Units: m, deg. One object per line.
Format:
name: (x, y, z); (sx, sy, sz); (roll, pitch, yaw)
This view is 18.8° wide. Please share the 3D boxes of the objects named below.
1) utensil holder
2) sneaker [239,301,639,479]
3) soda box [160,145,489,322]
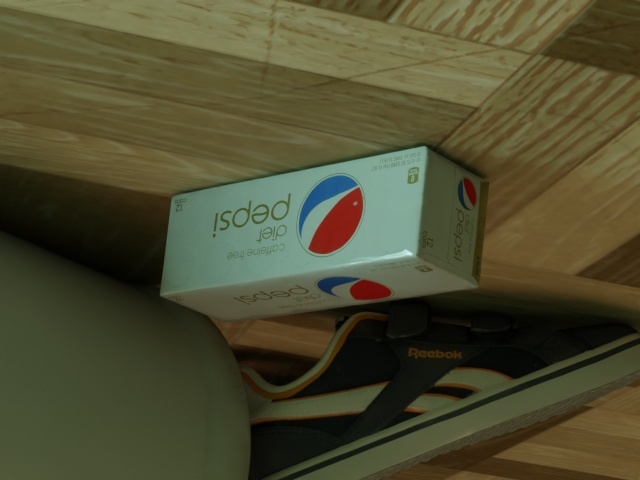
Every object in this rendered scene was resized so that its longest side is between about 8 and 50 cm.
utensil holder: (-0.297, 0.129, 1.334); (0.328, 0.327, 0.385); (-11, 152, 42)
sneaker: (0.086, 0.099, 1.455); (0.321, 0.127, 0.126); (-19, 167, -2)
soda box: (0.000, 0.000, 1.232); (0.216, 0.073, 0.069); (-10, 156, 40)
